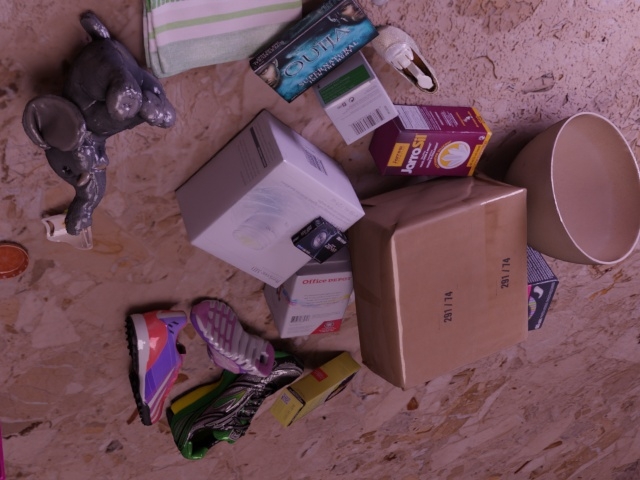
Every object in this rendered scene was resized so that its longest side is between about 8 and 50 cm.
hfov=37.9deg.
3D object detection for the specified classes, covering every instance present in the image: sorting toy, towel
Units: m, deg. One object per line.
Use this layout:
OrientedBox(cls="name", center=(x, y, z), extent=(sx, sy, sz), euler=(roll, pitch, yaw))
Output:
OrientedBox(cls="sorting toy", center=(-0.430, -0.024, 1.573), extent=(0.075, 0.045, 0.083), euler=(-8, 138, -7))
OrientedBox(cls="towel", center=(-0.139, -0.382, 1.310), extent=(0.247, 0.038, 0.325), euler=(-15, 141, -15))

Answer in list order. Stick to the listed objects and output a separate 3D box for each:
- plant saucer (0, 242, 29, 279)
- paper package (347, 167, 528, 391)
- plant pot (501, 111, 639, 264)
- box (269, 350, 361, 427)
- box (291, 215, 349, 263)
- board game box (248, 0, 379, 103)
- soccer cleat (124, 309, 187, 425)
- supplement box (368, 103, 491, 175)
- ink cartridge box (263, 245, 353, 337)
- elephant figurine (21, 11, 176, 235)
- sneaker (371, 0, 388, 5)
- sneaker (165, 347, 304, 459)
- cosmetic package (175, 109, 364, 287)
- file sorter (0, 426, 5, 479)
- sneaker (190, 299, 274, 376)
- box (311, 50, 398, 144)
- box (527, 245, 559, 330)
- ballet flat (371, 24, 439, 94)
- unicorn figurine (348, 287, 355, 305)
OrientedBox(cls="plant saucer", center=(-0.544, 0.034, 1.601), extent=(0.083, 0.013, 0.084), euler=(-13, 139, -12))
OrientedBox(cls="paper package", center=(0.222, 0.065, 1.717), extent=(0.309, 0.168, 0.325), euler=(-18, 115, -22))
OrientedBox(cls="plant pot", center=(0.454, -0.083, 1.778), extent=(0.284, 0.284, 0.190), euler=(15, 162, -36))
OrientedBox(cls="box", center=(-0.008, 0.324, 2.042), extent=(0.232, 0.058, 0.087), euler=(-23, 152, -50))
OrientedBox(cls="box", center=(0.000, 0.000, 1.603), extent=(0.067, 0.018, 0.083), euler=(-37, 139, 15))
OrientedBox(cls="board game box", center=(-0.008, -0.301, 1.454), extent=(0.186, 0.026, 0.126), euler=(-37, 153, 12))
OrientedBox(cls="soccer cleat", center=(-0.324, 0.261, 1.879), extent=(0.116, 0.109, 0.318), euler=(-12, 136, -19))
OrientedBox(cls="supplement box", center=(0.194, -0.178, 1.664), extent=(0.188, 0.081, 0.104), euler=(-2, 135, -23))
OrientedBox(cls="ink cartridge box", center=(-0.021, 0.080, 1.803), extent=(0.128, 0.127, 0.176), euler=(-4, 135, -22))
OrientedBox(cls="elephant figurine", center=(-0.346, -0.163, 1.355), extent=(0.239, 0.186, 0.169), euler=(-37, 140, 14))
OrientedBox(cls="sneaker", center=(0.102, -0.425, 1.388), extent=(0.061, 0.054, 0.152), euler=(12, 123, -22))
OrientedBox(cls="sneaker", center=(-0.171, 0.358, 2.017), extent=(0.343, 0.146, 0.134), euler=(-36, 138, 12))
OrientedBox(cls="cosmetic package", center=(-0.088, -0.064, 1.614), extent=(0.224, 0.138, 0.224), euler=(-39, 137, 20))
OrientedBox(cls="file sorter", center=(-0.770, 0.435, 1.781), extent=(0.290, 0.202, 0.182), euler=(0, 135, -25))
OrientedBox(cls="sneaker", center=(-0.198, 0.208, 1.896), extent=(0.104, 0.095, 0.236), euler=(-11, 139, 33))
OrientedBox(cls="box", center=(0.054, -0.236, 1.533), extent=(0.101, 0.087, 0.102), euler=(-30, 138, 8))
OrientedBox(cls="box", center=(0.344, 0.112, 1.995), extent=(0.270, 0.143, 0.165), euler=(-10, 137, -14))
OrientedBox(cls="ballet flat", center=(0.147, -0.296, 1.538), extent=(0.057, 0.052, 0.168), euler=(-41, 136, 19))
OrientedBox(cls="unicorn figurine", center=(0.081, 0.100, 1.934), extent=(0.161, 0.060, 0.111), euler=(-21, 142, 22))
